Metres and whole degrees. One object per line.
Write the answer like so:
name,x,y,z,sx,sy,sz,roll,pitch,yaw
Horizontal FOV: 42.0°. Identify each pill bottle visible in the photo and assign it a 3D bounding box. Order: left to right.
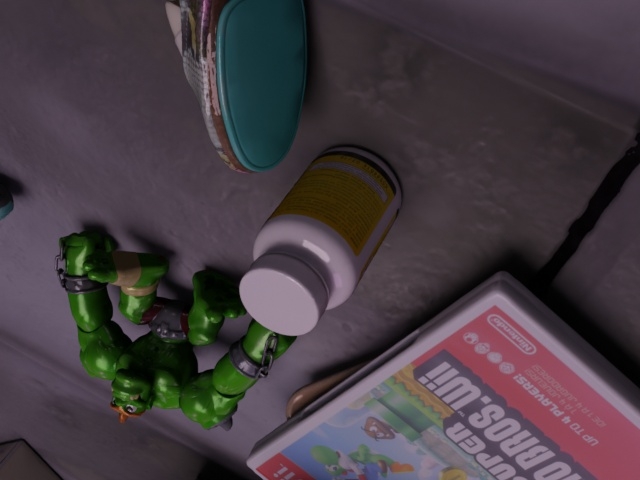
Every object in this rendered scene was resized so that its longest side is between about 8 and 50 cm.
pill bottle,0.000,0.000,0.488,0.065,0.116,0.065,15,131,17

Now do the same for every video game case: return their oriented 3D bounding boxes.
video game case,0.099,0.160,0.585,0.204,0.025,0.285,41,131,-8

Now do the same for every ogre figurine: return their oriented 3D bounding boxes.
ogre figurine,-0.118,0.075,0.640,0.197,0.097,0.118,12,115,0

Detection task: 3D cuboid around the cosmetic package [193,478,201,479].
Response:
cosmetic package,-0.037,0.444,0.762,0.377,0.097,0.284,27,92,11

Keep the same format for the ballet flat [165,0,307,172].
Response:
ballet flat,-0.051,-0.144,0.438,0.079,0.077,0.221,26,133,33

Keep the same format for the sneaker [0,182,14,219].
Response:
sneaker,-0.314,-0.067,0.648,0.166,0.065,0.076,26,131,5

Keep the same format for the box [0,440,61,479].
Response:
box,-0.316,0.370,0.977,0.094,0.113,0.275,-20,114,39

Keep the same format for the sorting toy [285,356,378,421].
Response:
sorting toy,0.104,0.149,0.617,0.208,0.038,0.193,-31,108,37
